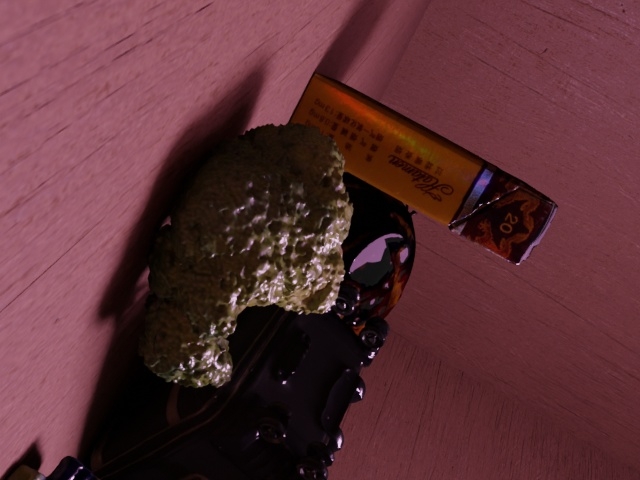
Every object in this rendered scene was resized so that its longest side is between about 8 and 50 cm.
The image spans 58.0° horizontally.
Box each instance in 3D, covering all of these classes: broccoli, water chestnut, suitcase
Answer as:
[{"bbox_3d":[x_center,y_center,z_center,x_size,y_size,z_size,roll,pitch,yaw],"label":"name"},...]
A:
[{"bbox_3d":[-0.076,0.041,0.602,0.254,0.186,0.302,-71,-178,-56],"label":"broccoli"},{"bbox_3d":[0.000,0.000,1.035,0.335,0.347,0.335,-19,140,-17],"label":"water chestnut"},{"bbox_3d":[-0.131,0.229,0.771,0.434,0.194,0.283,-38,-170,38],"label":"suitcase"}]

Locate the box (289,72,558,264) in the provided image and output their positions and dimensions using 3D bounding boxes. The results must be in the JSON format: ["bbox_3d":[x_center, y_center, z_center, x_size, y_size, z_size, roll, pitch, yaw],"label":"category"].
[{"bbox_3d":[0.166,-0.129,0.969,0.116,0.415,0.264,-61,178,15],"label":"box"}]

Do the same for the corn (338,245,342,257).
[{"bbox_3d":[-0.051,-0.002,0.814,0.063,0.165,0.085,10,79,-80],"label":"corn"}]

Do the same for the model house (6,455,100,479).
[{"bbox_3d":[-0.288,0.324,0.544,0.194,0.170,0.211,-50,144,-41],"label":"model house"}]
